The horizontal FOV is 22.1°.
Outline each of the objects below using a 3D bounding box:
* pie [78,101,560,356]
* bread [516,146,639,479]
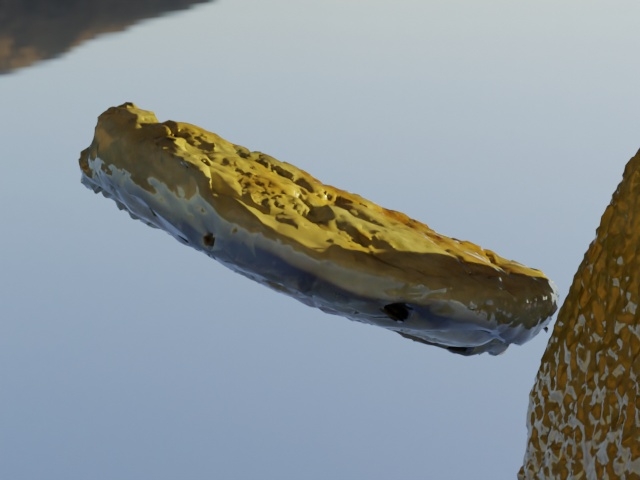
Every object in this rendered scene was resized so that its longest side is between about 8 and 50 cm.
[{"bbox_3d":[0.000,0.001,1.040,0.339,0.077,0.339,21,180,0],"label":"pie"},{"bbox_3d":[0.160,0.105,0.594,0.114,0.184,0.274,12,-146,-10],"label":"bread"}]
